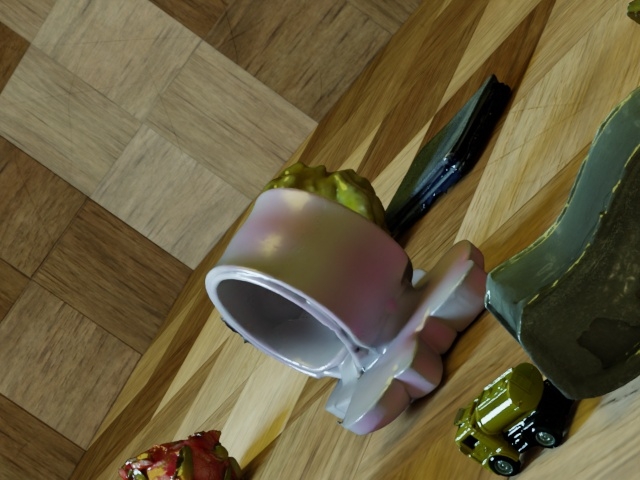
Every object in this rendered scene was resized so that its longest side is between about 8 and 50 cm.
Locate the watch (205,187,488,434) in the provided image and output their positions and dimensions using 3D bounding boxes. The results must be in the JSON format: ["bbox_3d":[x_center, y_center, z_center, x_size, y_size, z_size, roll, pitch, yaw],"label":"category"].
[{"bbox_3d":[0.007,0.059,1.535,0.211,0.217,0.248,-58,8,-21],"label":"watch"}]

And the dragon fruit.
[{"bbox_3d":[-0.177,0.313,1.921,0.133,0.150,0.207,86,-158,-54],"label":"dragon fruit"}]

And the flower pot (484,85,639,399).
[{"bbox_3d":[0.207,-0.007,1.050,0.229,0.103,0.108,-53,9,8],"label":"flower pot"}]

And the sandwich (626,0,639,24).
[{"bbox_3d":[0.317,-0.198,1.445,0.031,0.083,0.044,-73,-25,-51],"label":"sandwich"}]

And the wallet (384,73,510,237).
[{"bbox_3d":[0.152,-0.104,2.029,0.167,0.036,0.222,-60,9,-34],"label":"wallet"}]

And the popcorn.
[{"bbox_3d":[-0.003,0.000,2.013,0.197,0.198,0.155,-55,6,-5],"label":"popcorn"}]

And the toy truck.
[{"bbox_3d":[0.132,0.124,1.120,0.083,0.054,0.049,-47,11,48],"label":"toy truck"}]
